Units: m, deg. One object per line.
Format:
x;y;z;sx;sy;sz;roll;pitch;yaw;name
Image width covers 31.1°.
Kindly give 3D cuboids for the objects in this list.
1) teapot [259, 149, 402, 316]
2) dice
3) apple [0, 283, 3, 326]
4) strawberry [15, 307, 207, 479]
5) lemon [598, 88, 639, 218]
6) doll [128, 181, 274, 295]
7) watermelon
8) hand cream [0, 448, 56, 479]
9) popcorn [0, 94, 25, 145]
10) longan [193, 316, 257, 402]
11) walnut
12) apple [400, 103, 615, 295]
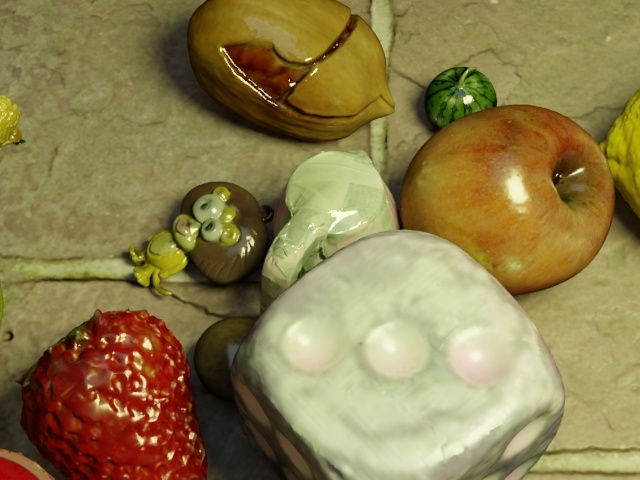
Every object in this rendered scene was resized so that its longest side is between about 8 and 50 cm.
-0.006;-0.011;1.408;0.222;0.178;0.163;-28;61;-13;teapot
0.080;0.173;1.240;0.271;0.270;0.270;-35;63;-17;dice
-0.526;0.075;1.292;0.340;0.339;0.339;-1;59;2;apple
-0.219;0.209;1.305;0.205;0.205;0.244;-33;85;-16;strawberry
0.500;-0.106;1.396;0.322;0.268;0.268;6;59;1;lemon
-0.147;0.005;1.458;0.188;0.096;0.145;-40;58;-9;doll
0.188;-0.187;1.548;0.109;0.109;0.109;-1;59;2;watermelon
-0.358;0.347;1.226;0.230;0.149;0.230;-2;60;4;hand cream
-0.439;-0.153;1.579;0.084;0.084;0.084;-1;59;2;popcorn
-0.095;0.142;1.368;0.113;0.092;0.113;-1;45;1;longan
-0.034;-0.240;1.543;0.298;0.203;0.203;22;61;-4;walnut
0.222;-0.048;1.398;0.254;0.253;0.253;-1;59;2;apple
